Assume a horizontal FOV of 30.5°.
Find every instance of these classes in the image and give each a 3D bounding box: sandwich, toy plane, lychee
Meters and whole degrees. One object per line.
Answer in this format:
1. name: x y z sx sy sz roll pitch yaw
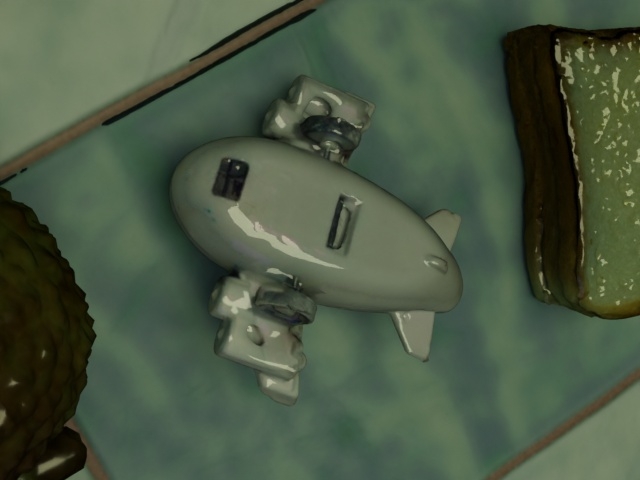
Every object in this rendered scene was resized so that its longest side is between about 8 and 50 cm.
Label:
1. sandwich: 0.298 -0.067 0.977 0.273 0.095 0.249 -10 100 -19
2. toy plane: 0.000 0.000 0.861 0.245 0.117 0.244 5 78 -25
3. lychee: -0.265 0.070 0.682 0.320 0.270 0.270 34 83 -40
